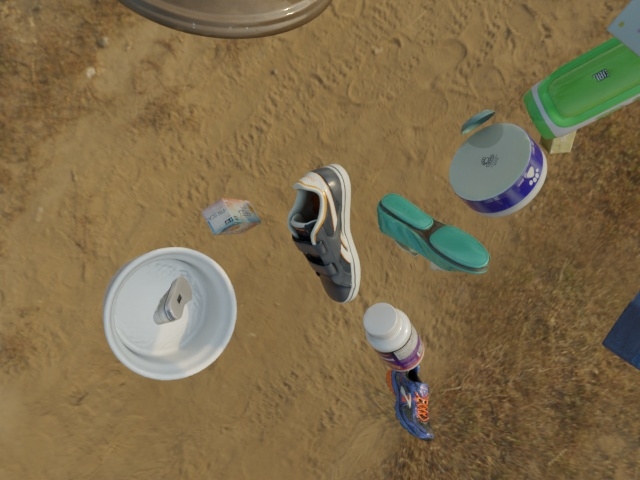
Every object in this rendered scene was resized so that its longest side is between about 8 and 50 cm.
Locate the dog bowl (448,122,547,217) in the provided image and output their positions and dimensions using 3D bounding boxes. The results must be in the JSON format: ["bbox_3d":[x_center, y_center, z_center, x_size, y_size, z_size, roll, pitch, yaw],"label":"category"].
[{"bbox_3d":[0.514,-0.207,1.784,0.265,0.104,0.264,-26,48,32],"label":"dog bowl"}]

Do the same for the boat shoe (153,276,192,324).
[{"bbox_3d":[-0.191,0.078,0.782,0.035,0.100,0.035,-24,111,8],"label":"boat shoe"}]

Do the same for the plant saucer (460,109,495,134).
[{"bbox_3d":[0.466,-0.358,1.822,0.119,0.119,0.021,-30,83,-1],"label":"plant saucer"}]

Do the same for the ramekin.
[{"bbox_3d":[-0.333,0.148,1.313,0.277,0.135,0.277,-2,94,-29],"label":"ramekin"}]

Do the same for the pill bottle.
[{"bbox_3d":[0.167,0.222,1.417,0.108,0.193,0.108,-13,53,18],"label":"pill bottle"}]

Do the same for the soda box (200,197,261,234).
[{"bbox_3d":[-0.194,-0.052,1.352,0.058,0.183,0.062,-31,85,12],"label":"soda box"}]

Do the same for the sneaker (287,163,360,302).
[{"bbox_3d":[0.000,0.000,1.343,0.126,0.128,0.320,12,116,48],"label":"sneaker"}]

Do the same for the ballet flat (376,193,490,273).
[{"bbox_3d":[0.202,0.004,1.113,0.083,0.087,0.247,-33,53,-29],"label":"ballet flat"}]

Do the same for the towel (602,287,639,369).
[{"bbox_3d":[0.353,0.078,0.638,0.029,0.067,0.119,29,101,-16],"label":"towel"}]

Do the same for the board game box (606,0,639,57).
[{"bbox_3d":[0.496,-0.161,0.675,0.097,0.224,0.303,-54,52,31],"label":"board game box"}]

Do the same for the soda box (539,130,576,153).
[{"bbox_3d":[0.603,-0.308,1.516,0.061,0.181,0.058,-7,39,-9],"label":"soda box"}]

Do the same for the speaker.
[{"bbox_3d":[0.566,-0.318,1.212,0.297,0.131,0.131,-27,69,31],"label":"speaker"}]

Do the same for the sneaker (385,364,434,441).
[{"bbox_3d":[0.227,0.385,1.483,0.087,0.083,0.221,-45,40,23],"label":"sneaker"}]

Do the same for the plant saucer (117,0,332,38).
[{"bbox_3d":[-0.109,-0.324,0.649,0.278,0.041,0.277,6,59,-10],"label":"plant saucer"}]
